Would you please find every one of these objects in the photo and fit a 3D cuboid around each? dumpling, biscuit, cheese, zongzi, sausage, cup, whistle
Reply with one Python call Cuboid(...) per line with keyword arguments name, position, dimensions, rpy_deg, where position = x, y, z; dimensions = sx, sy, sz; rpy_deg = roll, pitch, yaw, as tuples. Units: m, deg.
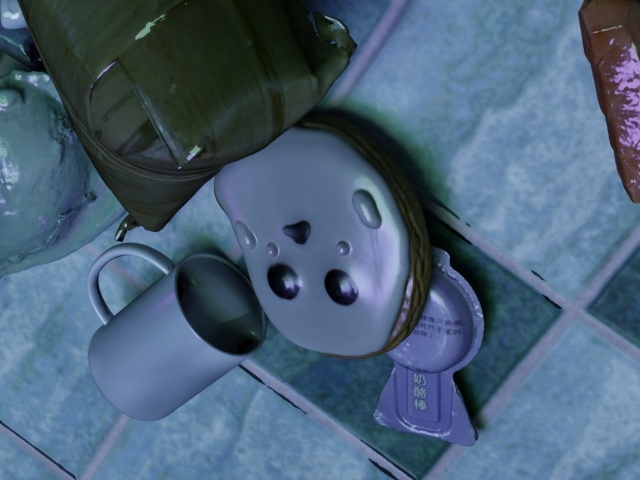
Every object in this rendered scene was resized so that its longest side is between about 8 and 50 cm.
Cuboid(name="dumpling", position=(-0.240, -0.044, 1.645), dimensions=(0.149, 0.105, 0.216), rpy_deg=(23, 126, 11))
Cuboid(name="biscuit", position=(0.000, 0.000, 1.565), dimensions=(0.181, 0.049, 0.208), rpy_deg=(-12, 100, 40))
Cuboid(name="cheese", position=(0.083, 0.083, 1.610), dimensions=(0.105, 0.042, 0.191), rpy_deg=(12, 124, 20))
Cuboid(name="zongzi", position=(-0.174, -0.232, 1.501), dimensions=(0.447, 0.181, 0.418), rpy_deg=(66, 160, 6))
Cuboid(name="sausage", position=(0.226, -0.113, 1.415), dimensions=(0.065, 0.065, 0.169), rpy_deg=(-6, 117, 28))
Cuboid(name="cup", position=(-0.129, 0.067, 1.675), dimensions=(0.133, 0.099, 0.136), rpy_deg=(-38, 69, 37))
Cuboid(name="whistle", position=(-0.256, -0.170, 1.623), dimensions=(0.176, 0.033, 0.033), rpy_deg=(30, 127, 6))

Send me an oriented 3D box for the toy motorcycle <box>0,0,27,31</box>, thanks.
Cuboid(name="toy motorcycle", position=(-0.296, -0.213, 1.573), dimensions=(0.151, 0.074, 0.229), rpy_deg=(44, 103, -7))
